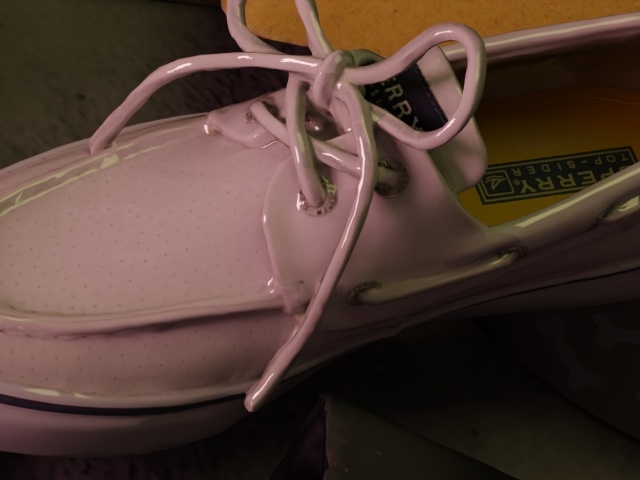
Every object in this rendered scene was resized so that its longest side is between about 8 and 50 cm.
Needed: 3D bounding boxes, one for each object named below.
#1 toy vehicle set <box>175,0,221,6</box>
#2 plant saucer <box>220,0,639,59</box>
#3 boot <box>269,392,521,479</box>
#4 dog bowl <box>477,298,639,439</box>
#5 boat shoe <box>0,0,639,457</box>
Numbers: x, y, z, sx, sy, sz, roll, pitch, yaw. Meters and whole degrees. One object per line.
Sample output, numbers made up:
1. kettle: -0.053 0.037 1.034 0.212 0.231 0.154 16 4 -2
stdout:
1. toy vehicle set: -0.157 -0.209 0.817 0.266 0.035 0.166 1 45 -28
2. plant saucer: 0.119 -0.187 0.749 0.332 0.081 0.333 9 34 -9
3. boot: 0.185 0.159 0.527 0.445 0.146 0.367 16 38 -6
4. dog bowl: 0.206 -0.023 0.760 0.348 0.102 0.349 15 40 -13
5. boat shoe: 0.019 -0.028 0.508 0.367 0.156 0.136 -9 58 -17
